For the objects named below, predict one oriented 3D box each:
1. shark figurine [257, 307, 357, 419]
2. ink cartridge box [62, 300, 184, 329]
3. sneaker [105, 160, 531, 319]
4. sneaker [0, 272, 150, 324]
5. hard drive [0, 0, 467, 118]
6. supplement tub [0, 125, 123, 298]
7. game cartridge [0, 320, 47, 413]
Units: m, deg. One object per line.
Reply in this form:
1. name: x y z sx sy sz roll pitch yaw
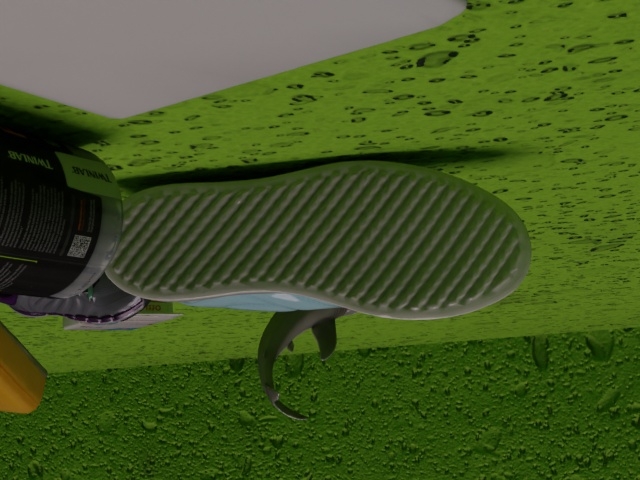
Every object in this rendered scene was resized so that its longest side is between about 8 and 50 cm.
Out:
1. shark figurine: -0.036 0.113 1.532 0.166 0.278 0.116 23 138 23
2. ink cartridge box: -0.265 0.081 1.467 0.104 0.062 0.181 3 168 -33
3. sneaker: 0.000 0.000 0.972 0.365 0.135 0.150 4 179 9
4. sneaker: -0.299 0.053 1.265 0.223 0.083 0.098 -8 164 27
5. hard drive: -0.127 -0.127 0.420 0.233 0.047 0.353 -10 167 33
6. supplement tub: -0.238 -0.024 0.753 0.117 0.117 0.190 -9 168 31
7. game cartridge: -0.424 0.057 0.933 0.285 0.053 0.324 4 152 14
